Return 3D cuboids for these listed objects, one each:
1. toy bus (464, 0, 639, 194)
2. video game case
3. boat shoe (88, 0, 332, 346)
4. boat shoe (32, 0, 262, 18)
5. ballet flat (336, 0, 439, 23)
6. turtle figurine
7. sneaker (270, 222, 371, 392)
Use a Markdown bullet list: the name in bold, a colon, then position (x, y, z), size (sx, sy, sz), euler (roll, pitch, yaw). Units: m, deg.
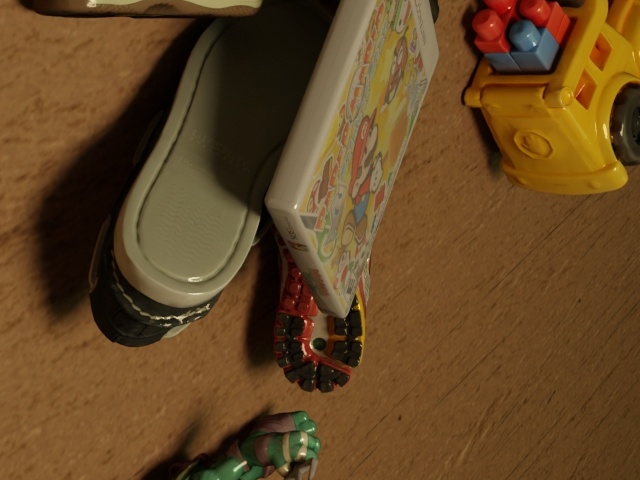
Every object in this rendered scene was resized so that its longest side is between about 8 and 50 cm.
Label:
- **toy bus**: position (0.228, -0.185, 1.430), size (0.211, 0.149, 0.220), euler (46, 60, -39)
- **video game case**: position (0.029, -0.083, 1.028), size (0.206, 0.026, 0.227), euler (65, 43, -66)
- **boat shoe**: position (-0.070, -0.055, 1.006), size (0.091, 0.114, 0.302), euler (-47, -173, 46)
- **boat shoe**: position (-0.099, -0.173, 0.927), size (0.190, 0.068, 0.072), euler (-11, 101, -58)
- **ballet flat**: position (0.022, -0.227, 1.091), size (0.280, 0.095, 0.096), euler (32, 66, -70)
- **turtle figurine**: position (-0.065, 0.204, 1.111), size (0.175, 0.118, 0.234), euler (-65, 168, 13)
- **sneaker**: position (0.000, 0.000, 1.179), size (0.093, 0.088, 0.225), euler (-62, 158, -81)
